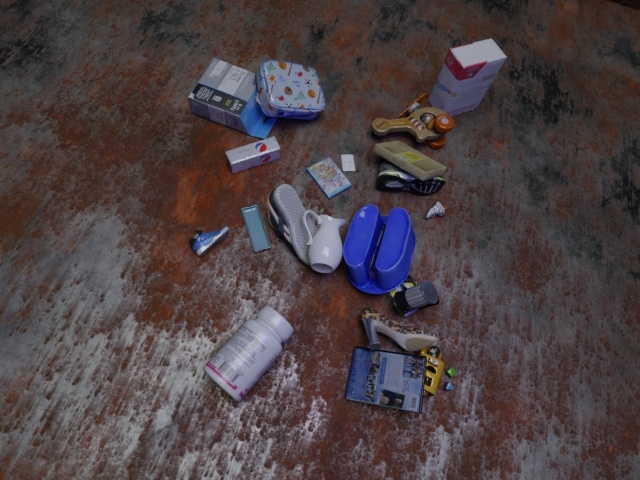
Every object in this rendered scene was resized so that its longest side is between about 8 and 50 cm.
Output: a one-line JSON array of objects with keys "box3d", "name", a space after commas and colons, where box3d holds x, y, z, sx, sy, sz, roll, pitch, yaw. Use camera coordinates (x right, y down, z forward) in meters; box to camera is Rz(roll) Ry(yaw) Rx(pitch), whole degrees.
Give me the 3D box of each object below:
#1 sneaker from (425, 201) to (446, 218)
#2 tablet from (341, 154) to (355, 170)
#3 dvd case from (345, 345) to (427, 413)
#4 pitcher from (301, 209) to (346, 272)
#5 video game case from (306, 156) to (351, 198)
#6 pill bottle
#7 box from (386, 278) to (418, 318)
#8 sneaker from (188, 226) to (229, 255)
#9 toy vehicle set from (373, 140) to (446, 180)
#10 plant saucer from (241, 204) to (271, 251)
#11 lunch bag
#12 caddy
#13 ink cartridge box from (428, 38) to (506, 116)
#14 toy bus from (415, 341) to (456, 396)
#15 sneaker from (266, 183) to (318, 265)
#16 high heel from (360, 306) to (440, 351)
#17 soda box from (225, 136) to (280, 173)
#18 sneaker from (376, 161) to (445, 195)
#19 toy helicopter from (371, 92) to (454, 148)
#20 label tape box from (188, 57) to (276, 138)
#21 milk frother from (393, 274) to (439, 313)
[{"box3d": [0.484, -0.111, 1.765, 0.069, 0.038, 0.098, 40, 68, 12], "name": "sneaker"}, {"box3d": [0.119, -0.334, 1.840, 0.054, 0.006, 0.083, -2, 66, -8], "name": "tablet"}, {"box3d": [0.219, 0.458, 1.428, 0.252, 0.022, 0.181, 3, 62, 22], "name": "dvd case"}, {"box3d": [0.000, 0.000, 1.551, 0.177, 0.125, 0.207, 21, 60, -19], "name": "pitcher"}, {"box3d": [0.036, -0.264, 1.793, 0.119, 0.015, 0.166, -31, 73, -19], "name": "video game case"}, {"box3d": [-0.227, 0.361, 1.396, 0.160, 0.160, 0.283, 39, 67, 11], "name": "pill bottle"}, {"box3d": [0.304, 0.190, 1.605, 0.105, 0.043, 0.179, -27, 70, -18], "name": "box"}, {"box3d": [-0.422, -0.020, 1.601, 0.152, 0.058, 0.084, -43, 86, -15], "name": "sneaker"}, {"box3d": [0.369, -0.336, 1.773, 0.165, 0.035, 0.266, -18, 46, -42], "name": "toy vehicle set"}, {"box3d": [-0.250, -0.046, 1.657, 0.067, 0.018, 0.192, -15, 69, -14], "name": "plant saucer"}, {"box3d": [-0.134, -0.632, 1.832, 0.303, 0.115, 0.243, -8, 82, -32], "name": "lunch bag"}, {"box3d": [0.220, 0.030, 1.597, 0.241, 0.179, 0.342, 8, 60, 22], "name": "caddy"}, {"box3d": [0.643, -0.716, 1.913, 0.226, 0.306, 0.131, -19, 69, -15], "name": "ink cartridge box"}, {"box3d": [0.372, 0.430, 1.469, 0.190, 0.104, 0.202, -17, 69, -15], "name": "toy bus"}, {"box3d": [-0.101, -0.052, 1.630, 0.126, 0.127, 0.321, -27, 96, -35], "name": "sneaker"}, {"box3d": [0.276, 0.296, 1.513, 0.261, 0.093, 0.186, 0, 35, -9], "name": "high heel"}, {"box3d": [-0.275, -0.351, 1.761, 0.216, 0.074, 0.069, -22, 70, -16], "name": "soda box"}, {"box3d": [0.380, -0.273, 1.793, 0.299, 0.111, 0.121, 8, 55, -9], "name": "sneaker"}, {"box3d": [0.395, -0.530, 1.895, 0.354, 0.140, 0.235, -7, 65, -7], "name": "toy helicopter"}, {"box3d": [-0.351, -0.612, 1.850, 0.347, 0.115, 0.249, 20, 65, 4], "name": "label tape box"}, {"box3d": [0.342, 0.173, 1.520, 0.129, 0.134, 0.143, 6, 64, -40], "name": "milk frother"}]
